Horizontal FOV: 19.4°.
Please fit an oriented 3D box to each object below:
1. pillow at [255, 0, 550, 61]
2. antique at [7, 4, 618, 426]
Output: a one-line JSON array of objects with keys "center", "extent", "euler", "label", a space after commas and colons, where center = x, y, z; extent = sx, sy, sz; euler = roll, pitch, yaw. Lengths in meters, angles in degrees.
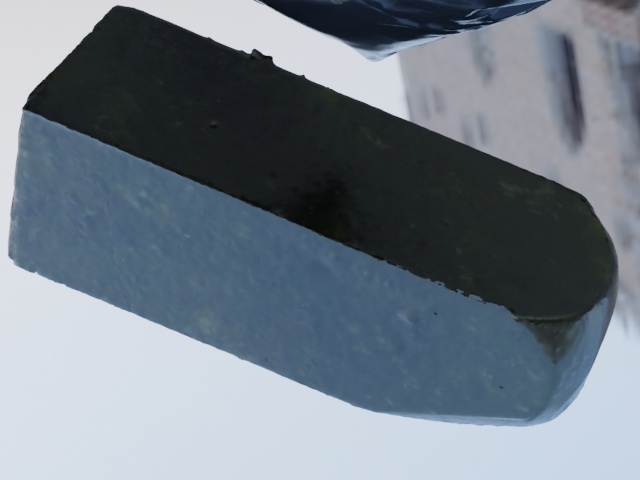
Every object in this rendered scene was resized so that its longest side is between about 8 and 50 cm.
[{"center": [0.026, -0.094, 0.593], "extent": [0.090, 0.048, 0.150], "euler": [15, 165, -33], "label": "pillow"}, {"center": [0.000, 0.000, 0.697], "extent": [0.221, 0.080, 0.081], "euler": [24, -136, 10], "label": "antique"}]
